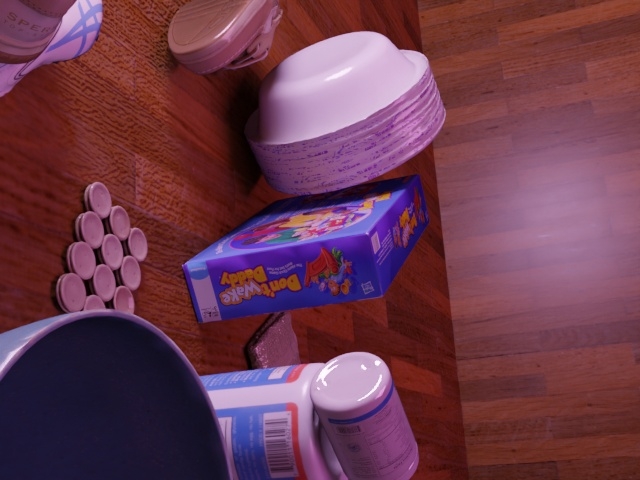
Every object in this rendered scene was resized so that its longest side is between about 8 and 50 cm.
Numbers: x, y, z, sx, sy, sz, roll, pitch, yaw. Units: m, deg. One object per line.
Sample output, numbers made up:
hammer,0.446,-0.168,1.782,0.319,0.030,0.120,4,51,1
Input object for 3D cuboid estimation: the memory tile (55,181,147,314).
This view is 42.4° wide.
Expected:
memory tile,-0.213,0.027,0.814,0.113,0.012,0.148,59,27,-47

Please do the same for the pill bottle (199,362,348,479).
pill bottle,-0.090,0.186,0.769,0.124,0.222,0.124,-9,90,-71

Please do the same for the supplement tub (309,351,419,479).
supplement tub,0.038,0.154,0.700,0.071,0.071,0.107,-74,150,-51

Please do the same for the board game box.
board game box,0.000,0.000,1.103,0.347,0.234,0.078,-44,122,-67

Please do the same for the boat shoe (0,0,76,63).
boat shoe,-0.258,-0.277,0.582,0.109,0.098,0.302,-19,81,-54

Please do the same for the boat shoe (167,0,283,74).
boat shoe,-0.105,-0.288,1.108,0.341,0.122,0.110,-73,148,-55

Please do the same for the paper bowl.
paper bowl,0.025,-0.197,1.190,0.284,0.285,0.148,-71,143,-54

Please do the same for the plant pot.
plant pot,-0.198,0.196,0.490,0.290,0.196,0.290,-9,90,-71

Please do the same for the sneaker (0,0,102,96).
sneaker,-0.247,-0.188,0.686,0.237,0.085,0.086,-67,174,-55

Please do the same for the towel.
towel,-0.061,0.167,1.168,0.148,0.027,0.110,-43,121,-68
